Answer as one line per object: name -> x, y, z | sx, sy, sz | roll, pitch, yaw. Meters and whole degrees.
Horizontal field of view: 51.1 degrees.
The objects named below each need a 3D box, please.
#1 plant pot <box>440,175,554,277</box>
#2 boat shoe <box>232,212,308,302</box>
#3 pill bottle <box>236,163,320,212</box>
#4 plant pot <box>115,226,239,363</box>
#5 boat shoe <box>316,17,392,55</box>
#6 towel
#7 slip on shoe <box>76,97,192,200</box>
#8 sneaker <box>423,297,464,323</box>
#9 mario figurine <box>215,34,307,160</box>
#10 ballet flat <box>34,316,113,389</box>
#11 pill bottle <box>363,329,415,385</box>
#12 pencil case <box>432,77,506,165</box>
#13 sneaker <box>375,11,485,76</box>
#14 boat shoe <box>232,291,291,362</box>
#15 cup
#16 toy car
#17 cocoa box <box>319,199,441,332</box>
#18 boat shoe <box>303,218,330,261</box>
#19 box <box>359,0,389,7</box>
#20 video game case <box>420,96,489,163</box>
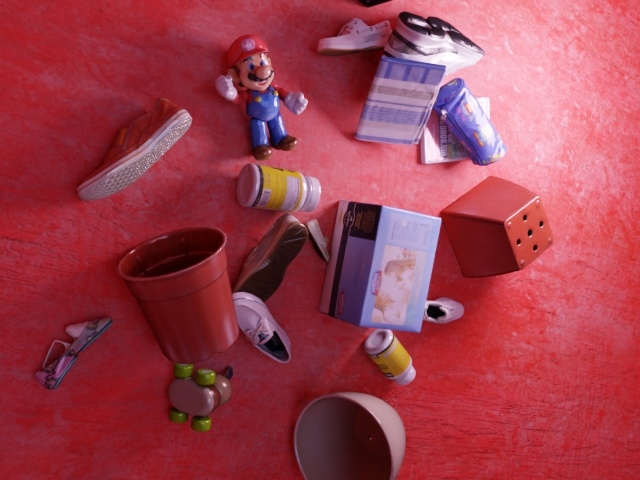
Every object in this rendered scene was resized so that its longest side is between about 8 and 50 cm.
plant pot -> 0.602, -0.034, 2.205 | 0.267, 0.235, 0.267 | -34, 113, -23
boat shoe -> -0.153, 0.061, 1.842 | 0.109, 0.098, 0.302 | 30, 99, -39
pill bottle -> -0.113, -0.138, 1.825 | 0.208, 0.119, 0.119 | 7, 93, -32
plant pot -> -0.330, 0.143, 1.660 | 0.272, 0.272, 0.265 | -26, 116, -26
boat shoe -> 0.096, -0.586, 1.912 | 0.277, 0.098, 0.096 | -19, 106, -38
towel -> 0.227, -0.396, 1.931 | 0.209, 0.034, 0.285 | 3, 136, -15
slip on shoe -> -0.461, -0.220, 1.620 | 0.101, 0.123, 0.331 | 43, 77, 5
sneaker -> 0.392, 0.237, 2.181 | 0.232, 0.115, 0.090 | 3, 95, -32
mario figurine -> -0.150, -0.371, 1.738 | 0.198, 0.170, 0.320 | -54, 135, -54
ballet flat -> -0.601, 0.255, 1.613 | 0.079, 0.077, 0.221 | 41, 75, -8
pill bottle -> 0.223, 0.370, 2.103 | 0.103, 0.103, 0.184 | -46, 116, -18
pencil case -> 0.468, -0.367, 2.117 | 0.306, 0.119, 0.133 | 47, 63, -27
sneaker -> 0.310, -0.533, 2.038 | 0.447, 0.169, 0.257 | -9, 140, -50
boat shoe -> -0.165, 0.246, 1.831 | 0.096, 0.088, 0.267 | -32, 127, 2
cup -> 0.121, 0.590, 1.976 | 0.237, 0.331, 0.331 | -6, 100, -56
toy car -> -0.300, 0.402, 1.801 | 0.188, 0.149, 0.155 | -6, 105, -60
cocoa box -> 0.172, 0.074, 1.961 | 0.231, 0.228, 0.347 | 10, 91, -32
boat shoe -> 0.000, 0.000, 1.951 | 0.045, 0.050, 0.135 | -34, 112, -18
box -> 0.137, -0.745, 1.874 | 0.156, 0.158, 0.093 | 27, 83, -31
video game case -> 0.442, -0.362, 2.189 | 0.285, 0.025, 0.204 | -9, 101, -30
